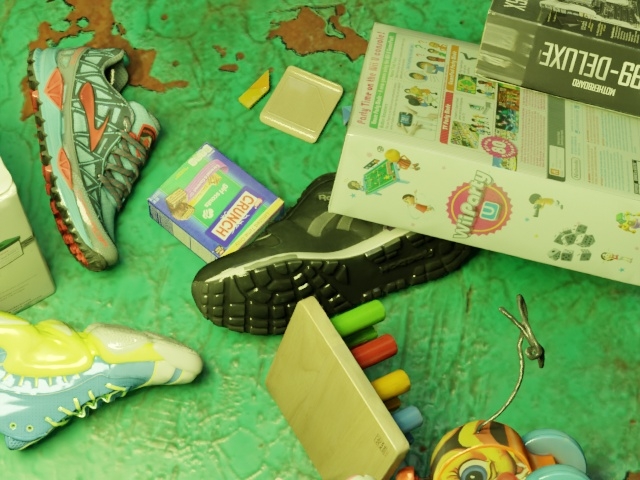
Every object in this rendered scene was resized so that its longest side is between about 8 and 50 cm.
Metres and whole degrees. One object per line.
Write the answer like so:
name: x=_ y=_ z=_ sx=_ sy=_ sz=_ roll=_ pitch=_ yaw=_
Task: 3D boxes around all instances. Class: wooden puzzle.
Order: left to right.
wooden puzzle: x=-0.021 y=-0.144 z=1.409 sx=0.116 sy=0.014 sz=0.079 roll=30 pitch=72 yaw=14

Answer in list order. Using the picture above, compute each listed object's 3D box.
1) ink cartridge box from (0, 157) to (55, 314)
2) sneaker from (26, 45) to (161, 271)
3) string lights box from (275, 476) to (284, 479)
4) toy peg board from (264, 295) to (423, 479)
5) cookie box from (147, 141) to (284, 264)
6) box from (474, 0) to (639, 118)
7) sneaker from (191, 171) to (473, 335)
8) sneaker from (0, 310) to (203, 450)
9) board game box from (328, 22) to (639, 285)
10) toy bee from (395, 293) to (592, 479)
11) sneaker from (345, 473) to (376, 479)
ink cartridge box: x=-0.336 y=-0.037 z=1.240 sx=0.092 sy=0.219 sz=0.160 roll=-29 pitch=68 yaw=-14
sneaker: x=-0.219 y=-0.095 z=1.335 sx=0.125 sy=0.104 sz=0.262 roll=-11 pitch=65 yaw=-8
string lights box: x=-0.055 y=0.351 z=1.135 sx=0.133 sy=0.077 sz=0.260 roll=31 pitch=68 yaw=14
toy peg board: x=0.036 y=0.143 z=1.199 sx=0.079 sy=0.161 sz=0.161 roll=-22 pitch=66 yaw=-27
cookie box: x=-0.105 y=-0.031 z=1.338 sx=0.107 sy=0.040 sz=0.092 roll=38 pitch=69 yaw=15
box: x=0.305 y=-0.244 z=1.359 sx=0.242 sy=0.077 sz=0.307 roll=15 pitch=40 yaw=7
sneaker: x=0.000 y=0.000 z=1.302 sx=0.283 sy=0.107 sz=0.124 roll=-15 pitch=50 yaw=-17
sneaker: x=-0.235 y=0.138 z=1.246 sx=0.240 sy=0.091 sz=0.126 roll=9 pitch=89 yaw=-2
board game box: x=0.176 y=-0.090 z=1.282 sx=0.303 sy=0.098 sz=0.224 roll=14 pitch=37 yaw=1
toy bee: x=0.155 y=0.215 z=1.148 sx=0.162 sy=0.195 sz=0.298 roll=-22 pitch=83 yaw=9
sneaker: x=0.092 y=0.306 z=1.080 sx=0.103 sy=0.252 sz=0.111 roll=-46 pitch=30 yaw=-21
